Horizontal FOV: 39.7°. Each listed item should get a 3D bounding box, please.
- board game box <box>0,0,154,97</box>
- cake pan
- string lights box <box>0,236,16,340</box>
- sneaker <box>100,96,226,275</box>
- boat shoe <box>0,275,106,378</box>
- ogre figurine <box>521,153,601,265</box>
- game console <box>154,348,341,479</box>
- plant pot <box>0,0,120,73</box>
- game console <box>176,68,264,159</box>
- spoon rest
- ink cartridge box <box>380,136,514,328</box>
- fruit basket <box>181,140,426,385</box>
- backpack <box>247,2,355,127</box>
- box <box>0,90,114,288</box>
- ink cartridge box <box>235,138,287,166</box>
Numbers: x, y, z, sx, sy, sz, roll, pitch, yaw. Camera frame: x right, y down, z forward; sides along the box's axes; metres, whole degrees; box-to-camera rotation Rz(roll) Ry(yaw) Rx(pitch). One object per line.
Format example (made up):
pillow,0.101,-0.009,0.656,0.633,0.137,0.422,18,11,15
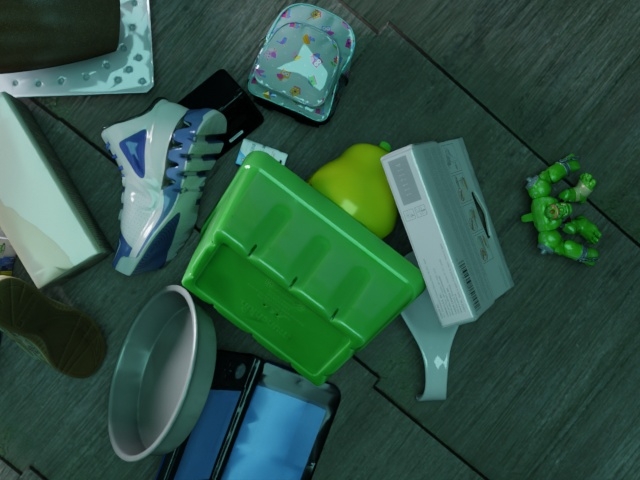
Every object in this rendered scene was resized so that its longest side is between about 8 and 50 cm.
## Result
board game box,-0.495,-0.440,1.539,0.389,0.050,0.390,-3,89,-8
cake pan,-0.260,0.220,1.455,0.054,0.293,0.293,21,88,-32
string lights box,-0.586,0.118,1.492,0.076,0.133,0.260,9,89,-2
sneaker,-0.298,-0.111,1.529,0.182,0.127,0.316,29,102,20
boat shoe,-0.465,0.136,1.470,0.089,0.285,0.105,16,64,37
ogre figurine,0.429,-0.048,1.580,0.118,0.097,0.197,-9,105,-21
game console,-0.124,0.353,1.504,0.173,0.250,0.293,19,87,24
plant pot,-0.446,-0.367,1.432,0.230,0.215,0.215,0,89,-21
game console,-0.183,-0.225,1.584,0.122,0.071,0.107,-40,121,-3
spoon rest,0.197,0.150,1.564,0.137,0.084,0.276,-3,90,-4
ink cartridge box,0.224,-0.023,1.512,0.066,0.261,0.296,-20,90,27
fruit basket,0.000,0.000,1.506,0.392,0.283,0.392,18,48,-21
backpack,-0.027,-0.312,1.531,0.165,0.144,0.188,23,85,3
box,-0.488,-0.082,1.498,0.121,0.148,0.311,-31,89,-3
ink cartridge box,-0.104,-0.145,1.578,0.083,0.028,0.048,19,88,-3
